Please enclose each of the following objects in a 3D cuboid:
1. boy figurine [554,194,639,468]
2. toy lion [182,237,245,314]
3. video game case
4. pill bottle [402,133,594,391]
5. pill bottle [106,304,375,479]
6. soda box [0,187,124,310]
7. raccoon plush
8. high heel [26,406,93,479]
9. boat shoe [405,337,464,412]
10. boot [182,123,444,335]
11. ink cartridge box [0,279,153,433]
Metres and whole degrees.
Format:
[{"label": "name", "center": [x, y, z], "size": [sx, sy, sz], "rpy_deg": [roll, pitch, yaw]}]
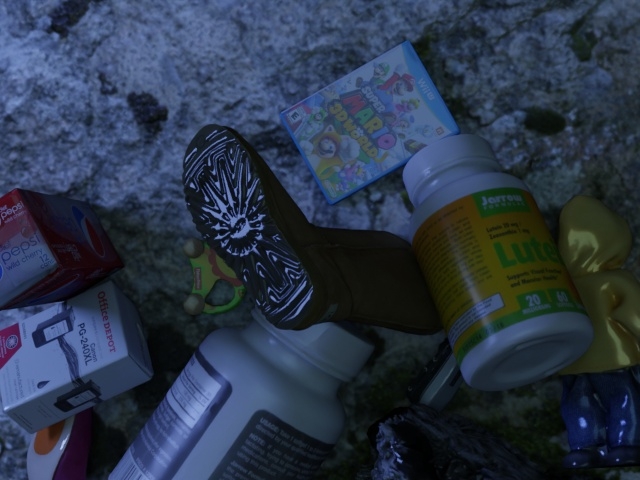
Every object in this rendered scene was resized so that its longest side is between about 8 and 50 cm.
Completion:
[{"label": "boy figurine", "center": [0.285, 0.097, 1.207], "size": [0.092, 0.177, 0.285], "rpy_deg": [7, 71, -38]}, {"label": "toy lion", "center": [-0.105, 0.032, 1.280], "size": [0.096, 0.034, 0.100], "rpy_deg": [-1, 90, -4]}, {"label": "video game case", "center": [0.055, -0.130, 1.277], "size": [0.166, 0.015, 0.119], "rpy_deg": [-29, 88, 3]}, {"label": "pill bottle", "center": [0.170, 0.017, 1.176], "size": [0.136, 0.136, 0.246], "rpy_deg": [-21, 62, 3]}, {"label": "pill bottle", "center": [-0.085, 0.204, 1.203], "size": [0.176, 0.176, 0.318], "rpy_deg": [35, 92, 3]}, {"label": "soda box", "center": [-0.283, 0.010, 1.172], "size": [0.083, 0.263, 0.092], "rpy_deg": [-30, 88, 2]}, {"label": "raccoon plush", "center": [0.153, 0.377, 1.186], "size": [0.446, 0.216, 0.299], "rpy_deg": [24, 109, -4]}, {"label": "high heel", "center": [-0.266, 0.278, 1.281], "size": [0.117, 0.082, 0.244], "rpy_deg": [23, 69, -37]}, {"label": "boat shoe", "center": [0.145, 0.127, 1.255], "size": [0.040, 0.049, 0.142], "rpy_deg": [37, 89, 39]}, {"label": "boot", "center": [0.000, 0.000, 1.169], "size": [0.089, 0.269, 0.236], "rpy_deg": [-37, 68, 26]}, {"label": "ink cartridge box", "center": [-0.269, 0.125, 1.248], "size": [0.150, 0.063, 0.109], "rpy_deg": [-25, 51, 3]}]
